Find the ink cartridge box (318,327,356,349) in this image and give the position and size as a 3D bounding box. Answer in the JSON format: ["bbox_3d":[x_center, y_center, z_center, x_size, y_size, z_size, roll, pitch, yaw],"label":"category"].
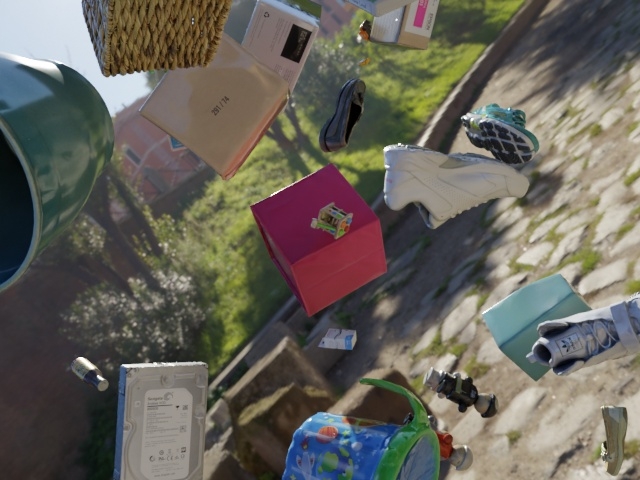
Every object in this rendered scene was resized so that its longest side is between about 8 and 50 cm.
[{"bbox_3d":[0.039,0.232,1.500,0.083,0.028,0.048,2,20,16],"label":"ink cartridge box"}]

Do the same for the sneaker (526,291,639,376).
[{"bbox_3d":[0.608,0.205,1.356,0.210,0.137,0.366,-12,-14,-22],"label":"sneaker"}]

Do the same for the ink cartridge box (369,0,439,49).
[{"bbox_3d":[0.214,-0.593,1.557,0.193,0.088,0.235,-132,52,-64],"label":"ink cartridge box"}]

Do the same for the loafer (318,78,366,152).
[{"bbox_3d":[0.085,-0.355,1.808,0.084,0.096,0.267,5,57,35],"label":"loafer"}]

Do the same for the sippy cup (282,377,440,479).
[{"bbox_3d":[0.065,0.415,1.129,0.224,0.240,0.305,9,42,32],"label":"sippy cup"}]

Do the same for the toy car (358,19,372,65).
[{"bbox_3d":[0.114,-0.542,1.744,0.040,0.060,0.122,-2,65,45],"label":"toy car"}]

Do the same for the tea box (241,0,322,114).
[{"bbox_3d":[-0.157,-0.674,2.213,0.323,0.220,0.329,-86,20,-58],"label":"tea box"}]

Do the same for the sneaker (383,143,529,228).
[{"bbox_3d":[0.192,-0.073,0.929,0.090,0.232,0.115,-129,47,-70],"label":"sneaker"}]

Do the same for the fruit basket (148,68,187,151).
[{"bbox_3d":[-0.390,-0.481,2.013,0.165,0.353,0.327,-7,11,32],"label":"fruit basket"}]

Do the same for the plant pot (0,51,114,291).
[{"bbox_3d":[-0.393,-0.107,0.771,0.271,0.271,0.255,-43,10,25],"label":"plant pot"}]

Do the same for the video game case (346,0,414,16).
[{"bbox_3d":[0.106,-0.381,0.868,0.212,0.193,0.023,-29,-43,-16],"label":"video game case"}]

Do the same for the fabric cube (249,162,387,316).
[{"bbox_3d":[0.000,0.000,1.729,0.258,0.254,0.259,-30,-37,-10],"label":"fabric cube"}]

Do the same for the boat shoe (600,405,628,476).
[{"bbox_3d":[0.561,0.387,1.232,0.048,0.153,0.056,4,26,19],"label":"boat shoe"}]

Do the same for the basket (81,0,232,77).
[{"bbox_3d":[-0.297,-0.461,1.127,0.223,0.213,0.299,-14,-17,-24],"label":"basket"}]

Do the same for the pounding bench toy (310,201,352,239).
[{"bbox_3d":[0.026,-0.037,1.442,0.083,0.065,0.052,-34,-33,-47],"label":"pounding bench toy"}]

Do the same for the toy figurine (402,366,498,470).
[{"bbox_3d":[0.309,0.422,1.522,0.213,0.148,0.209,-64,2,-7],"label":"toy figurine"}]

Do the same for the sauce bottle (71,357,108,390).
[{"bbox_3d":[-0.517,0.302,1.433,0.128,0.042,0.042,16,53,42],"label":"sauce bottle"}]

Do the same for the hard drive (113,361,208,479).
[{"bbox_3d":[-0.425,0.502,1.712,0.064,0.237,0.339,-5,81,55],"label":"hard drive"}]

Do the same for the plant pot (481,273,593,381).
[{"bbox_3d":[0.590,0.213,1.689,0.234,0.165,0.166,-43,23,16],"label":"plant pot"}]

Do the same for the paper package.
[{"bbox_3d":[-0.290,-0.391,1.804,0.325,0.309,0.168,-53,3,3],"label":"paper package"}]

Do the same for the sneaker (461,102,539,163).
[{"bbox_3d":[0.405,-0.252,1.401,0.110,0.107,0.275,-30,27,2],"label":"sneaker"}]
